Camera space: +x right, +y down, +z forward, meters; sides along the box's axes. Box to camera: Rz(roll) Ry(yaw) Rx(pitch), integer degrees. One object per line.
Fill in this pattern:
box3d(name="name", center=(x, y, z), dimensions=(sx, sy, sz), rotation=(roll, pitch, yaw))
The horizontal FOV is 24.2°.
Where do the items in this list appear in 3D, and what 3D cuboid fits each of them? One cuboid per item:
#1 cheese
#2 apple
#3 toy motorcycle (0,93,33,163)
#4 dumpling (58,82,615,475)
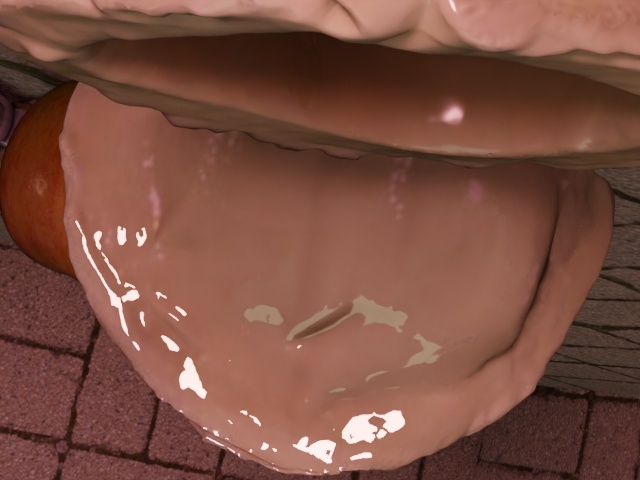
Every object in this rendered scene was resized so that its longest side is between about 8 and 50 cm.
box3d(name="cheese", center=(0.034, -0.129, 0.624), dimensions=(0.332, 0.153, 0.292), rotation=(7, 174, -26))
box3d(name="apple", center=(-0.170, -0.045, 1.362), dimensions=(0.261, 0.194, 0.261), rotation=(15, 171, 2))
box3d(name="toy motorcycle", center=(-0.366, -0.130, 1.487), dimensions=(0.225, 0.073, 0.152), rotation=(19, 166, -32))
box3d(name="dumpling", center=(0.000, 0.000, 1.031), dimensions=(0.395, 0.315, 0.233), rotation=(22, 161, -4))
